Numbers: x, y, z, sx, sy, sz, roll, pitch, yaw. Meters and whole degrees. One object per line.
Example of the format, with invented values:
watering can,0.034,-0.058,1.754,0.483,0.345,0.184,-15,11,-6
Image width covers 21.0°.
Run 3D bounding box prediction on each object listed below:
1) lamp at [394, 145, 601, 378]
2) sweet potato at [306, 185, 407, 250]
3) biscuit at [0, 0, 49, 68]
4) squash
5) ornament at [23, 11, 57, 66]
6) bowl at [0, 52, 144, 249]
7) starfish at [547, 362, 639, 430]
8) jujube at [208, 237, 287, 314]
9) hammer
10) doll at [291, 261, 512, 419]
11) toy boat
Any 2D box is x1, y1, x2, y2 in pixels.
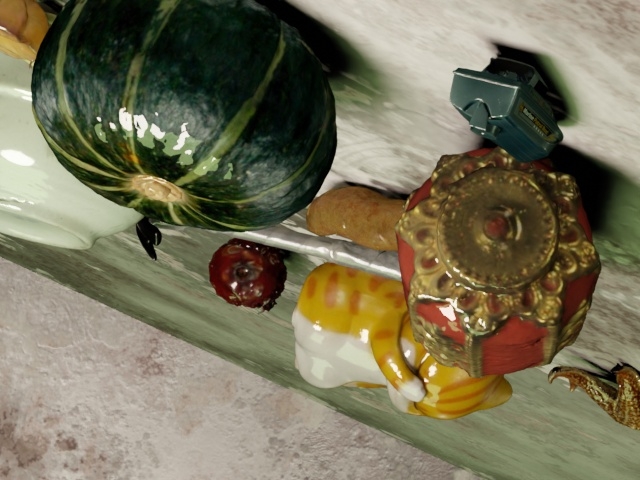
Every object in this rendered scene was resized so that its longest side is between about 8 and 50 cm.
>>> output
lamp,0.145,0.023,1.445,0.177,0.177,0.274,23,169,8
sweet potato,0.056,-0.021,1.709,0.067,0.059,0.281,7,-177,-39
biscuit,-0.322,-0.221,1.570,0.183,0.061,0.118,20,161,35
squash,-0.108,-0.109,1.385,0.252,0.165,0.252,17,158,7
ornament,-0.177,-0.154,1.610,0.180,0.059,0.201,33,169,-39
bowl,-0.298,-0.092,1.816,0.307,0.163,0.307,14,168,3
starfish,0.373,0.200,2.063,0.213,0.057,0.238,24,170,40
jujube,-0.091,0.039,2.190,0.104,0.104,0.166,24,179,0
hammer,0.000,0.001,1.873,0.427,0.152,0.044,11,124,14
doll,0.088,0.118,2.021,0.270,0.162,0.166,26,146,21
toy boat,0.141,-0.090,1.245,0.055,0.060,0.141,17,173,28
